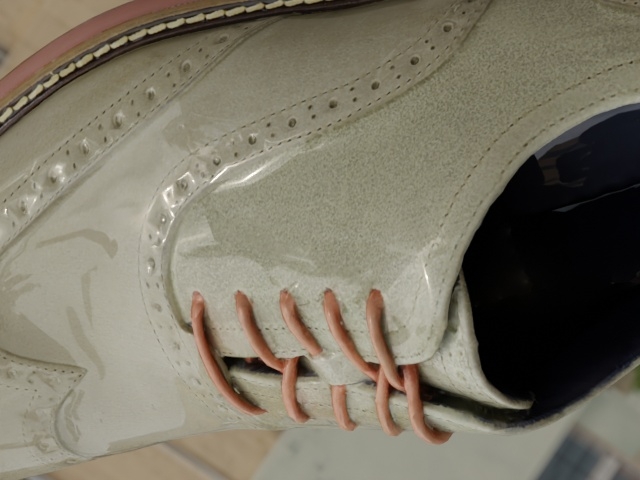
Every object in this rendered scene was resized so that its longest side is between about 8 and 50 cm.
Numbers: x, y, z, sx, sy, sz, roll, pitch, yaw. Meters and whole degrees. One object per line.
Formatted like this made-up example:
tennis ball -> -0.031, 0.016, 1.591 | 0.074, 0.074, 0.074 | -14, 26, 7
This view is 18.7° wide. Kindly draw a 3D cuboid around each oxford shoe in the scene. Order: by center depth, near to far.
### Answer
oxford shoe -> 0.000, 0.000, 0.601 | 0.140, 0.397, 0.146 | 52, -160, -36
